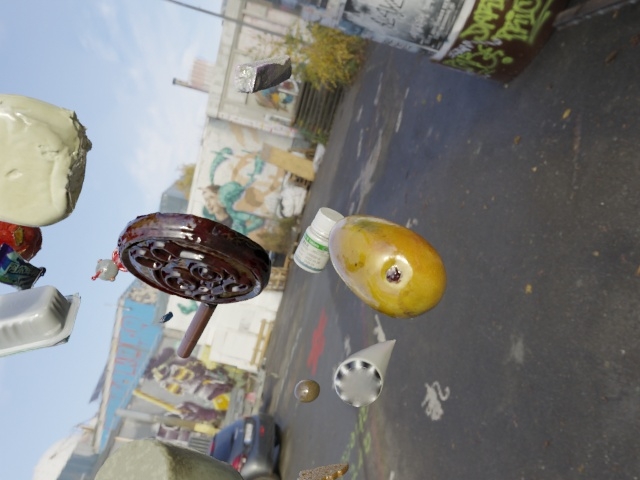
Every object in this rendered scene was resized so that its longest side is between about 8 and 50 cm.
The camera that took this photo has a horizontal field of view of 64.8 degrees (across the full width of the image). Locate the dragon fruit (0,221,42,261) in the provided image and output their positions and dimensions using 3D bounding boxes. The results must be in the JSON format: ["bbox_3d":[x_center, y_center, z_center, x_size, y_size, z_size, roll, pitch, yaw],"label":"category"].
[{"bbox_3d":[-1.369,-0.015,2.174,0.342,0.278,0.277,61,-139,-77],"label":"dragon fruit"}]

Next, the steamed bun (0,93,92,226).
[{"bbox_3d":[-0.738,-0.214,1.240,0.333,0.312,0.232,-60,23,27],"label":"steamed bun"}]

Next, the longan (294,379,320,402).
[{"bbox_3d":[-0.054,0.618,2.076,0.113,0.114,0.092,134,117,-76],"label":"longan"}]

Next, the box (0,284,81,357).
[{"bbox_3d":[-0.962,0.244,1.601,0.264,0.337,0.105,-114,13,-55],"label":"box"}]

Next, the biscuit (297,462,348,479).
[{"bbox_3d":[0.009,0.548,1.177,0.119,0.130,0.019,146,113,-68],"label":"biscuit"}]

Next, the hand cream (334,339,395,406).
[{"bbox_3d":[0.120,0.345,1.382,0.186,0.117,0.359,-33,-6,8],"label":"hand cream"}]

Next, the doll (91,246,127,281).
[{"bbox_3d":[-0.937,0.111,2.313,0.245,0.142,0.076,-36,-9,-14],"label":"doll"}]

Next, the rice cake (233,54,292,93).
[{"bbox_3d":[-0.148,-0.458,1.374,0.399,0.064,0.070,-64,-20,-64],"label":"rice cake"}]

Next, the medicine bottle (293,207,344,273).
[{"bbox_3d":[0.000,0.000,1.962,0.139,0.139,0.236,-91,25,-63],"label":"medicine bottle"}]

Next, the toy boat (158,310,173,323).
[{"bbox_3d":[-0.694,0.346,2.261,0.083,0.038,0.038,-38,-27,-51],"label":"toy boat"}]

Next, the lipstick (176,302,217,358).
[{"bbox_3d":[-0.429,0.303,1.745,0.356,0.057,0.057,-54,20,41],"label":"lipstick"}]

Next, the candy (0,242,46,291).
[{"bbox_3d":[-1.156,0.124,1.932,0.275,0.070,0.145,80,-161,-65],"label":"candy"}]

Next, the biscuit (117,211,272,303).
[{"bbox_3d":[-0.329,0.065,1.323,0.407,0.408,0.091,117,165,-61],"label":"biscuit"}]

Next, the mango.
[{"bbox_3d":[0.169,0.057,1.408,0.232,0.300,0.446,-58,23,5],"label":"mango"}]

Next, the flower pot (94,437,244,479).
[{"bbox_3d":[-0.375,0.644,1.249,0.330,0.294,0.293,62,-154,-43],"label":"flower pot"}]
